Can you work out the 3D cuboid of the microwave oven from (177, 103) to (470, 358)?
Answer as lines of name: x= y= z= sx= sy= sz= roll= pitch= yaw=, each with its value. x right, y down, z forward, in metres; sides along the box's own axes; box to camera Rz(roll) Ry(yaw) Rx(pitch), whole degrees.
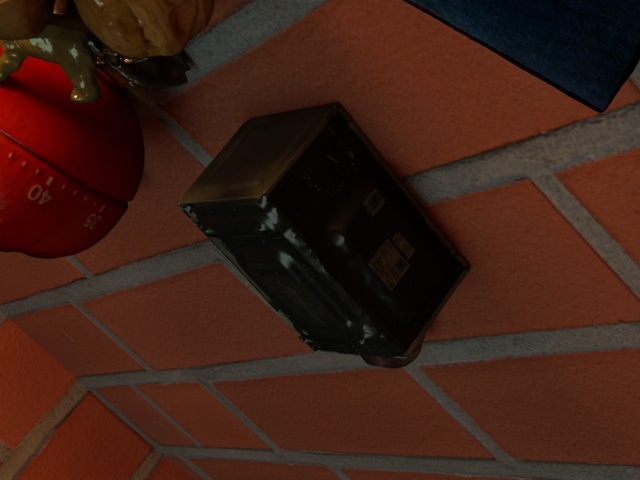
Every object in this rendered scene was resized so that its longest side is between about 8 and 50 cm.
microwave oven: x=0.000 y=0.000 z=1.566 sx=0.295 sy=0.181 sz=0.237 roll=49 pitch=154 yaw=-24

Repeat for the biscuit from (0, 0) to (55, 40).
biscuit: x=-0.320 y=-0.350 z=1.335 sx=0.091 sy=0.274 sz=0.213 roll=0 pitch=179 yaw=-9

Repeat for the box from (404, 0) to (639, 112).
box: x=0.168 y=-0.267 z=0.953 sx=0.261 sy=0.116 sz=0.279 roll=31 pitch=154 yaw=10

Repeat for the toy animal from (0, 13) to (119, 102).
toy animal: x=-0.330 y=-0.237 z=1.444 sx=0.219 sy=0.103 sz=0.101 roll=16 pitch=165 yaw=18

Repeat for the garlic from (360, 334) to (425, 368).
garlic: x=0.079 y=0.126 z=1.773 sx=0.147 sy=0.102 sz=0.159 roll=37 pitch=156 yaw=-3

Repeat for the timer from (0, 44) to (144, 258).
timer: x=-0.421 y=-0.148 z=1.676 sx=0.378 sy=0.279 sz=0.378 roll=36 pitch=-178 yaw=-1

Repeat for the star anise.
star anise: x=-0.273 y=-0.276 z=1.564 sx=0.236 sy=0.093 sz=0.229 roll=13 pitch=152 yaw=49

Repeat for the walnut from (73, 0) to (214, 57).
walnut: x=-0.196 y=-0.288 z=1.351 sx=0.159 sy=0.159 sz=0.206 roll=25 pitch=158 yaw=24
